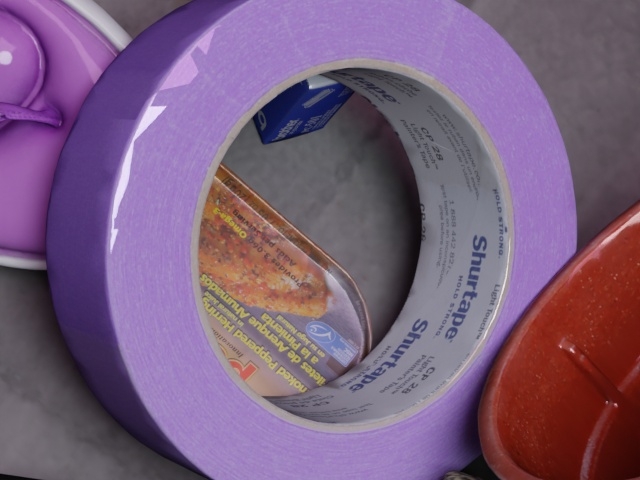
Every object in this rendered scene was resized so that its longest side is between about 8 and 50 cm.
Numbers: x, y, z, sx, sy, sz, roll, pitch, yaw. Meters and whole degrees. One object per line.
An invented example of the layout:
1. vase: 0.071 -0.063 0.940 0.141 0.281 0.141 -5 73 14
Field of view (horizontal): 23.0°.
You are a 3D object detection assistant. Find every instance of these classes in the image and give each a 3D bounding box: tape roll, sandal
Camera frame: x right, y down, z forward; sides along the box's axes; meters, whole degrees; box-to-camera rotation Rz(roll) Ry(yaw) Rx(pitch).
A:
1. tape roll: 0.000 0.000 0.826 0.275 0.090 0.274 -3 97 -30
2. sandal: -0.263 -0.114 0.812 0.416 0.102 0.169 33 103 -3

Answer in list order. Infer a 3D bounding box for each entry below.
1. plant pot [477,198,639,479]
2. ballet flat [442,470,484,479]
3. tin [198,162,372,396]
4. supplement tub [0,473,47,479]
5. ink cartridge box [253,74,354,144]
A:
1. plant pot: 0.264 0.114 0.761 0.265 0.272 0.272 50 65 -17
2. ballet flat: -0.055 0.301 0.758 0.182 0.164 0.483 42 77 18
3. tin: -0.057 0.028 0.906 0.190 0.040 0.106 42 63 -3
4. supplement tub: -0.201 0.167 0.774 0.190 0.117 0.117 11 71 -14
5. ink cartridge box: -0.038 -0.171 0.936 0.046 0.097 0.207 -17 80 -22
